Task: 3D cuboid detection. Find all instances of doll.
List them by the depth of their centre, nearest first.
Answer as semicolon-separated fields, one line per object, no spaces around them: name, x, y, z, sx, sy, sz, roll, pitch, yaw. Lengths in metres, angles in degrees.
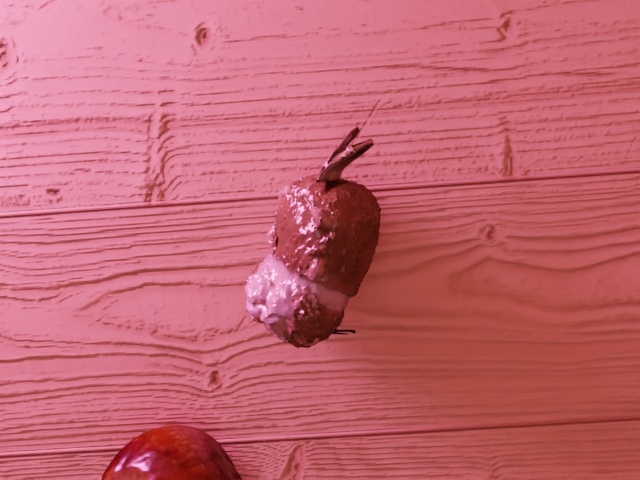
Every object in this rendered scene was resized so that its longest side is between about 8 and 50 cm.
doll;-0.001;-0.005;1.398;0.115;0.105;0.221;4;106;-36

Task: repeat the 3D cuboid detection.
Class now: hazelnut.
hazelnut;-0.139;0.258;1.454;0.143;0.143;0.154;-23;84;8
